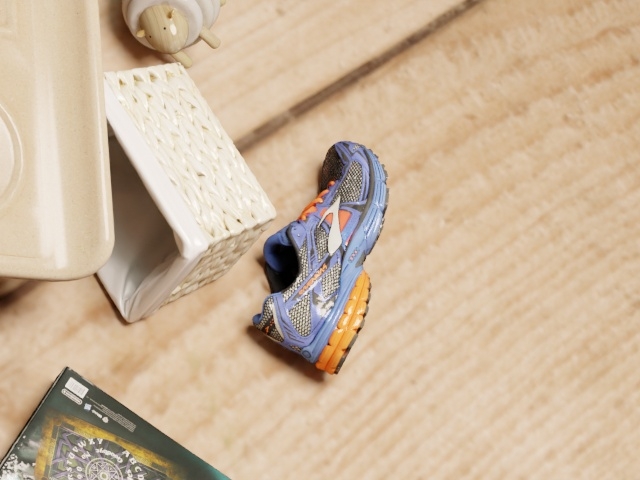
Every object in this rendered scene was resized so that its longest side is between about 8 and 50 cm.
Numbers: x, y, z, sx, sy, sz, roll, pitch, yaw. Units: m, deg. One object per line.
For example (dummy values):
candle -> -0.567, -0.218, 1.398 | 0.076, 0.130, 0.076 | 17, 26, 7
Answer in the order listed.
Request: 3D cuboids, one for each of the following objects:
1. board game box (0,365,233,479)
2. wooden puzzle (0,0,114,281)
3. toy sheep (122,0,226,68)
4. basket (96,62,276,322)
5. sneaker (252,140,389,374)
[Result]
board game box -> -0.137, 0.189, 1.274 | 0.186, 0.026, 0.126 | 36, 49, -7
wooden puzzle -> -0.322, -0.132, 1.244 | 0.348, 0.080, 0.322 | 5, 71, -34
toy sheep -> -0.124, -0.203, 1.507 | 0.091, 0.091, 0.132 | 21, 38, -19
basket -> -0.128, -0.041, 1.378 | 0.103, 0.113, 0.167 | -19, 71, -43
sneaker -> 0.000, 0.000, 1.451 | 0.087, 0.083, 0.221 | 19, 48, -10
